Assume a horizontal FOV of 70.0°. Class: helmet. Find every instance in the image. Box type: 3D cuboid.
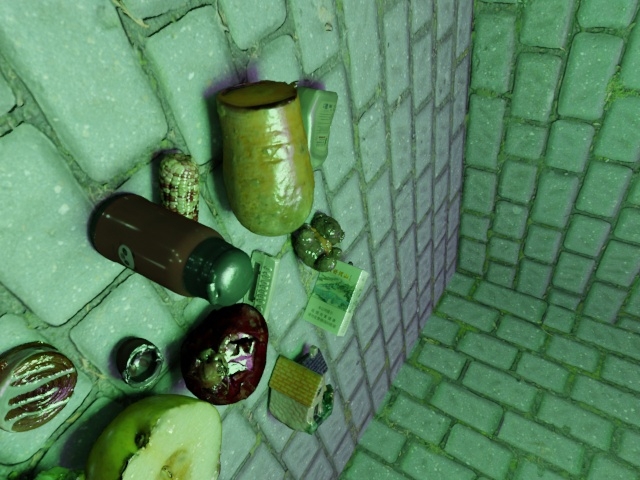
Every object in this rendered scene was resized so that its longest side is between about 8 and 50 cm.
[{"bbox_3d":[-0.418,0.273,1.044,0.098,0.070,0.123,-34,143,-37],"label":"helmet"}]

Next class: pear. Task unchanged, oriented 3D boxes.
[{"bbox_3d":[-0.409,0.525,1.094,0.340,0.191,0.387,-51,146,-40],"label":"pear"}]

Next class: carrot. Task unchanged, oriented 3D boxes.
[{"bbox_3d":[-0.126,-0.187,1.094,0.224,0.224,0.341,-40,138,-42],"label":"carrot"}]

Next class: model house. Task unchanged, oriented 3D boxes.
[{"bbox_3d":[-0.047,0.534,1.702,0.237,0.202,0.238,-27,131,-51],"label":"model house"}]

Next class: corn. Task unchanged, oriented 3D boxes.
[{"bbox_3d":[-0.309,-0.065,1.003,0.086,0.086,0.253,-28,134,-50],"label":"corn"}]

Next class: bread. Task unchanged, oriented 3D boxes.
[{"bbox_3d":[-0.536,0.271,0.840,0.160,0.073,0.161,-38,139,-43],"label":"bread"}]

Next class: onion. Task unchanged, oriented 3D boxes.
[{"bbox_3d":[-0.241,0.294,1.211,0.281,0.221,0.281,-60,167,-23],"label":"onion"}]

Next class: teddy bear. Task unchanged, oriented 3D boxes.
[{"bbox_3d":[0.000,0.000,1.529,0.190,0.177,0.140,-52,-169,-28],"label":"teddy bear"}]

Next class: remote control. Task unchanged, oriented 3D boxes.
[{"bbox_3d":[-0.176,0.146,1.355,0.049,0.090,0.230,-14,121,-58],"label":"remote control"}]

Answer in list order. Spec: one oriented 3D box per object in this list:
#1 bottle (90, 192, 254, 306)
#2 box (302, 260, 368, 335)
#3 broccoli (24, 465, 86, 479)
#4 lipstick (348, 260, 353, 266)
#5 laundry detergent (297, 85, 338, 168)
[{"bbox_3d":[-0.274,0.023,0.856,0.144,0.336,0.144,-38,139,-42],"label":"bottle"},{"bbox_3d":[0.056,0.206,1.708,0.069,0.164,0.257,25,86,-60],"label":"box"},{"bbox_3d":[-0.555,0.545,0.814,0.321,0.303,0.283,-56,-177,24],"label":"broccoli"},{"bbox_3d":[0.121,0.169,1.942,0.027,0.027,0.177,-28,129,-50],"label":"lipstick"},{"bbox_3d":[-0.024,-0.308,1.325,0.181,0.091,0.254,-24,128,-59],"label":"laundry detergent"}]
